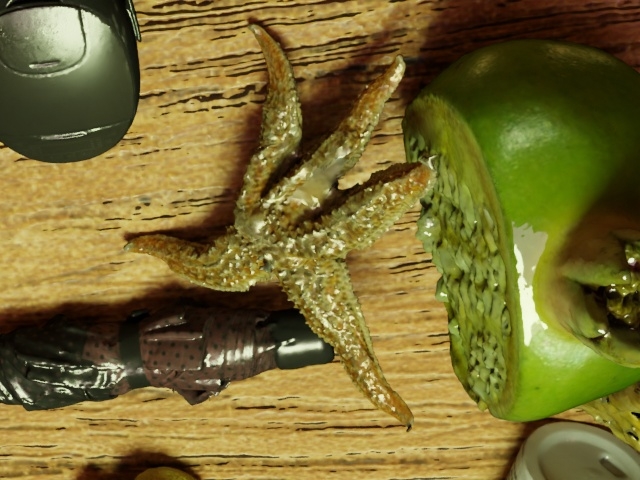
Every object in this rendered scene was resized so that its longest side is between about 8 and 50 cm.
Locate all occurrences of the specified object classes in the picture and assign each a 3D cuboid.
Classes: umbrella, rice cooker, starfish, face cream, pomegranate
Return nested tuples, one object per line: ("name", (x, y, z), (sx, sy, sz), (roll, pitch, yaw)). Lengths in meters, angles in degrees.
("umbrella", (-0.145, 0.098, 1.612), (0.326, 0.094, 0.090), (-8, 155, 2))
("rice cooker", (-0.210, -0.158, 1.387), (0.142, 0.118, 0.203), (-4, 129, -2))
("starfish", (0.001, -0.022, 1.476), (0.301, 0.084, 0.293), (36, 123, 16))
("face cream", (0.214, 0.365, 1.821), (0.145, 0.145, 0.369), (9, 126, -12))
("pomegranate", (0.215, -0.006, 1.418), (0.216, 0.358, 0.309), (-14, 110, -20))

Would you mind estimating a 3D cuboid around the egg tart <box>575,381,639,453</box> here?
("egg tart", (0.364, 0.123, 1.620), (0.297, 0.132, 0.297), (1, 132, 1))

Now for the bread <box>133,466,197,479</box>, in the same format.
("bread", (-0.166, 0.286, 1.781), (0.149, 0.065, 0.187), (-19, 131, 23))
